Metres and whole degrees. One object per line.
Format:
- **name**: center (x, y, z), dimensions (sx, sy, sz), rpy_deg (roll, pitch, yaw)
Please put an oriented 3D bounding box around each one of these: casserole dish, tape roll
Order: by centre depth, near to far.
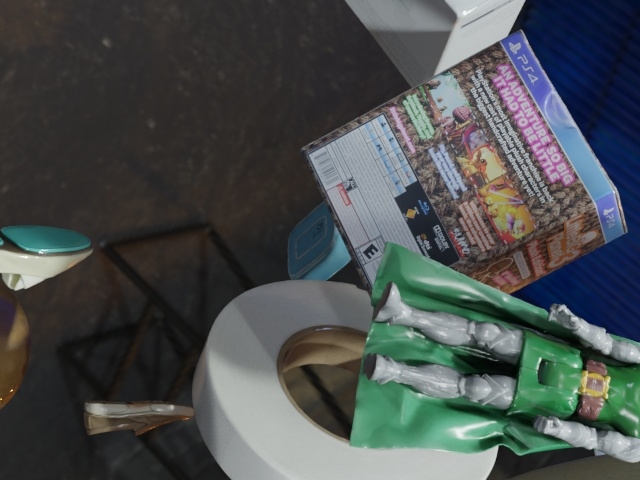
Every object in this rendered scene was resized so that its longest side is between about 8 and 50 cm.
- **tape roll**: center (0.034, 0.202, 1.607), dimensions (0.392, 0.392, 0.072), rpy_deg (-22, 145, -44)
- **casserole dish**: center (0.000, 0.000, 1.907), dimensions (0.037, 0.114, 0.188), rpy_deg (15, 148, -27)

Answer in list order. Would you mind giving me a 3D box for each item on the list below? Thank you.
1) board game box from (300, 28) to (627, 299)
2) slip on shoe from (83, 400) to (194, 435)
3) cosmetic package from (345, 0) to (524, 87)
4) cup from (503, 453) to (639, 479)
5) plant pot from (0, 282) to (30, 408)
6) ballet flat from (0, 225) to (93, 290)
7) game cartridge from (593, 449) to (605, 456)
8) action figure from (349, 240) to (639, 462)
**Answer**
- **board game box**: center (0.164, -0.057, 1.489), dimensions (0.291, 0.232, 0.141), rpy_deg (-28, 155, 7)
- **slip on shoe**: center (-0.223, 0.220, 1.594), dimensions (0.135, 0.041, 0.051), rpy_deg (2, 178, -15)
- **cosmetic package**: center (0.143, -0.344, 1.695), dimensions (0.138, 0.224, 0.225), rpy_deg (-31, 166, -19)
- **cup**: center (0.232, 0.292, 0.976), dimensions (0.237, 0.331, 0.331), rpy_deg (-45, 158, 20)
- **plant pot**: center (-0.547, 0.136, 1.771), dimensions (0.237, 0.237, 0.254), rpy_deg (-45, 171, -5)
- **ballet flat**: center (-0.400, 0.023, 1.608), dimensions (0.248, 0.086, 0.086), rpy_deg (5, 124, -44)
- **game cartridge**: center (0.489, 0.255, 1.592), dimensions (0.297, 0.198, 0.062), rpy_deg (-12, 151, 11)
- **action figure**: center (0.143, 0.088, 0.823), dimensions (0.063, 0.232, 0.137), rpy_deg (131, -28, -71)
